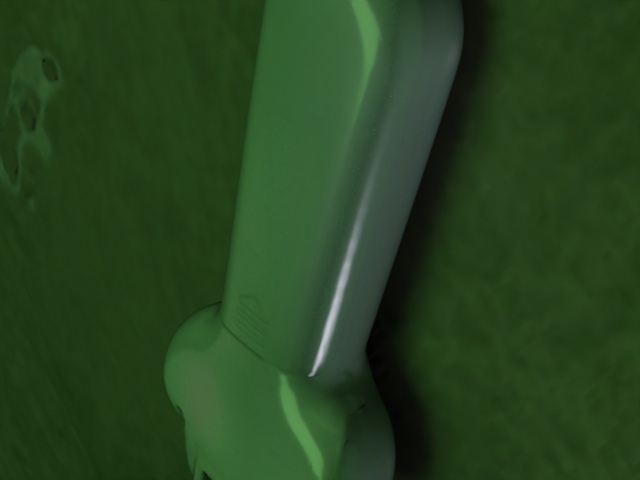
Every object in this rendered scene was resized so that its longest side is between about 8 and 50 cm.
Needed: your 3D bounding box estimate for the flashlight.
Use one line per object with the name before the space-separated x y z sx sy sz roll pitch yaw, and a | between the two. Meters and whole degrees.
flashlight | 0.000 0.000 0.460 0.093 0.047 0.200 36 126 38
